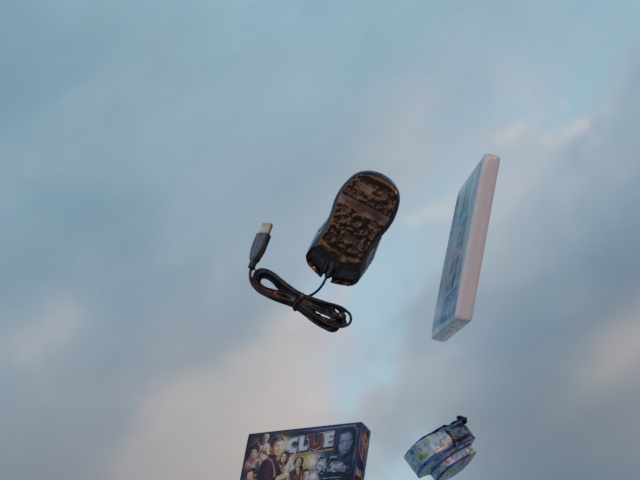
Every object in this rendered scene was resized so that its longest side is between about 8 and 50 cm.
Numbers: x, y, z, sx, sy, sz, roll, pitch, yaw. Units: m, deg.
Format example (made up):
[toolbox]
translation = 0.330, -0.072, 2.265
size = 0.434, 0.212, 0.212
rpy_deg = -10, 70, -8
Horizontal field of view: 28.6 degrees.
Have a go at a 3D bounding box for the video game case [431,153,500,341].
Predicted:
[video game case]
translation = 0.137, 0.011, 1.195
size = 0.019, 0.157, 0.143
rpy_deg = 12, -13, -1

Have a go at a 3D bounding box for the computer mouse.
[computer mouse]
translation = 0.000, 0.000, 1.910
size = 0.184, 0.262, 0.060
rpy_deg = 22, -17, 4

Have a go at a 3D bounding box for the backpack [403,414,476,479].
[backpack]
translation = 0.217, 0.384, 2.259
size = 0.114, 0.084, 0.105
rpy_deg = -15, -30, -33

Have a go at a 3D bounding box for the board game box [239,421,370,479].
[board game box]
translation = -0.034, 0.423, 2.298
size = 0.243, 0.165, 0.042
rpy_deg = -11, -40, 27
